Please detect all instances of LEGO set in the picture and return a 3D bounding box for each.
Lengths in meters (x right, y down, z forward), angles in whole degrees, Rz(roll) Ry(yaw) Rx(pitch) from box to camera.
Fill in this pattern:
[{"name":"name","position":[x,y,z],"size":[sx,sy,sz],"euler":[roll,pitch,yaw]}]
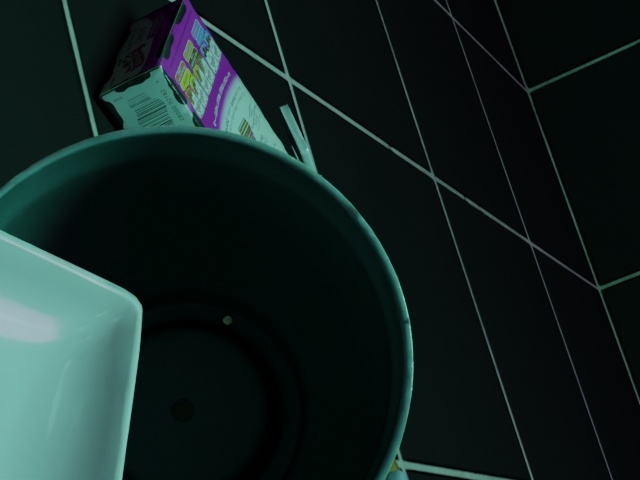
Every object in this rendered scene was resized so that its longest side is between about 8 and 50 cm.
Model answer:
[{"name":"LEGO set","position":[0.000,0.000,1.475],"size":[0.182,0.060,0.244],"euler":[73,-6,-53]}]

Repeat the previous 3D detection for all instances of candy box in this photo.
[{"name":"candy box","position":[-0.106,-0.095,1.323],"size":[0.233,0.071,0.159],"euler":[56,21,-26]}]

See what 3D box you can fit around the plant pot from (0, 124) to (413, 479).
[{"name":"plant pot","position":[-0.094,0.096,0.897],"size":[0.196,0.293,0.293],"euler":[95,-22,-73]}]

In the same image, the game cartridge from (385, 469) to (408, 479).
[{"name":"game cartridge","position":[0.119,0.367,1.202],"size":[0.294,0.060,0.196],"euler":[58,18,-21]}]

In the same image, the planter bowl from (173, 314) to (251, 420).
[{"name":"planter bowl","position":[-0.078,0.104,1.094],"size":[0.162,0.109,0.162],"euler":[-10,90,-75]}]

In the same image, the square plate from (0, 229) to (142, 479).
[{"name":"square plate","position":[-0.251,0.090,0.630],"size":[0.344,0.049,0.347],"euler":[28,37,-24]}]

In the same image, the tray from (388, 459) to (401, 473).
[{"name":"tray","position":[0.103,0.409,1.295],"size":[0.411,0.076,0.203],"euler":[62,20,-10]}]
